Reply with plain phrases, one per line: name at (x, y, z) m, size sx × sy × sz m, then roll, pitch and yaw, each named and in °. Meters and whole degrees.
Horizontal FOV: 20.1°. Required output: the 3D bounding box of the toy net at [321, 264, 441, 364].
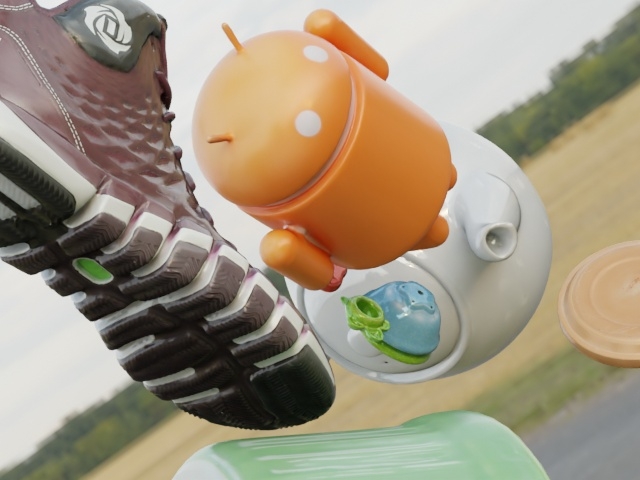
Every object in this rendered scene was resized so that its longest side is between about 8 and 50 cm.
toy net at (0.000, 0.000, 1.371) m, size 0.122 × 0.232 × 0.045 m, roll -5°, pitch -43°, yaw -46°

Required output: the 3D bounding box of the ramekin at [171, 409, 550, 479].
ramekin at (0.008, 0.236, 0.895) m, size 0.148 × 0.303 × 0.303 m, roll 3°, pitch -17°, yaw -20°

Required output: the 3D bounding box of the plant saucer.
plant saucer at (0.162, 0.029, 0.914) m, size 0.083 × 0.083 × 0.013 m, roll -35°, pitch -44°, yaw -17°

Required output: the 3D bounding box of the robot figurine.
robot figurine at (0.002, -0.058, 1.209) m, size 0.219 × 0.128 × 0.158 m, roll 31°, pitch -81°, yaw -43°

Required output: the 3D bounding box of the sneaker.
sneaker at (-0.078, -0.031, 0.916) m, size 0.106 × 0.281 × 0.162 m, roll -18°, pitch 45°, yaw 34°

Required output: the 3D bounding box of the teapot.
teapot at (0.064, 0.033, 1.529) m, size 0.187 × 0.252 × 0.256 m, roll -60°, pitch -28°, yaw -45°
